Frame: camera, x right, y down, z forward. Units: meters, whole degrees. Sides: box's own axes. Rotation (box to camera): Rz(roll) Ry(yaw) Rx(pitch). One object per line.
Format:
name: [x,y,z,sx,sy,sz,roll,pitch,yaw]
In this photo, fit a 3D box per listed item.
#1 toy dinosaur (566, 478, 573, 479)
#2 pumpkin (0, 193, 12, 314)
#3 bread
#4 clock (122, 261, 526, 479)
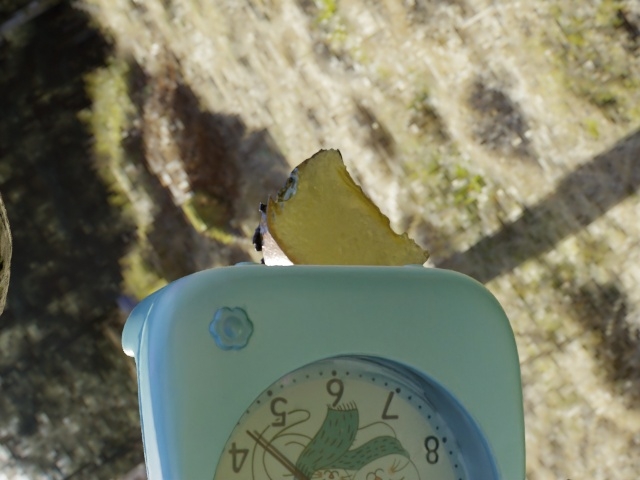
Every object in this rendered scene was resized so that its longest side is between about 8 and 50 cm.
toy dinosaur: [0.301,0.304,1.137,0.188,0.247,0.075,7,164,14]
pumpkin: [-0.409,0.008,1.031,0.241,0.323,0.323,-97,-16,-60]
bread: [0.000,0.000,1.328,0.160,0.140,0.169,52,153,-9]
clock: [0.003,0.150,0.710,0.094,0.223,0.274,160,111,-64]
